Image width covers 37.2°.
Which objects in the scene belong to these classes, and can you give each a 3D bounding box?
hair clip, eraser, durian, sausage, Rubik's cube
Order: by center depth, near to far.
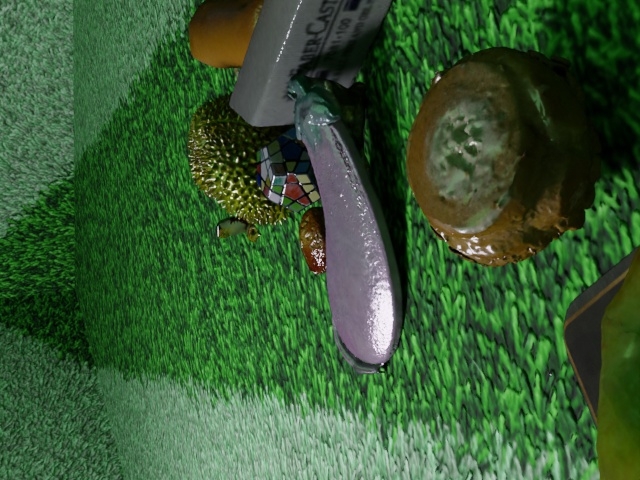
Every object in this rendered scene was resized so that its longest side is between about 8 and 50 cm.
[{"bbox_3d":[-0.006,-0.228,1.052,0.352,0.111,0.077,121,135,-57],"label":"eraser"},{"bbox_3d":[0.038,-0.012,1.069,0.095,0.110,0.359,-34,-61,-69],"label":"hair clip"},{"bbox_3d":[-0.027,-0.089,1.170,0.111,0.093,0.111,171,90,-68],"label":"Rubik's cube"},{"bbox_3d":[-0.095,-0.106,1.275,0.198,0.146,0.159,63,165,0],"label":"durian"},{"bbox_3d":[-0.109,-0.284,1.276,0.328,0.112,0.112,18,113,60],"label":"sausage"}]

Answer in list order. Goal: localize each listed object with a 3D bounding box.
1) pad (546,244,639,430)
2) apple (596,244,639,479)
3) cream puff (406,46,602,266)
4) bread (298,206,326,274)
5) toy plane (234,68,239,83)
[{"bbox_3d":[0.258,0.160,0.579,0.315,0.063,0.375,120,137,-56],"label":"pad"},{"bbox_3d":[0.225,0.069,0.396,0.246,0.226,0.246,-13,75,63],"label":"apple"},{"bbox_3d":[0.142,-0.063,0.719,0.150,0.115,0.165,35,108,44],"label":"cream puff"},{"bbox_3d":[0.000,0.000,1.181,0.085,0.053,0.085,173,90,-68],"label":"bread"},{"bbox_3d":[-0.122,-0.288,1.415,0.111,0.040,0.102,-118,34,-45],"label":"toy plane"}]
